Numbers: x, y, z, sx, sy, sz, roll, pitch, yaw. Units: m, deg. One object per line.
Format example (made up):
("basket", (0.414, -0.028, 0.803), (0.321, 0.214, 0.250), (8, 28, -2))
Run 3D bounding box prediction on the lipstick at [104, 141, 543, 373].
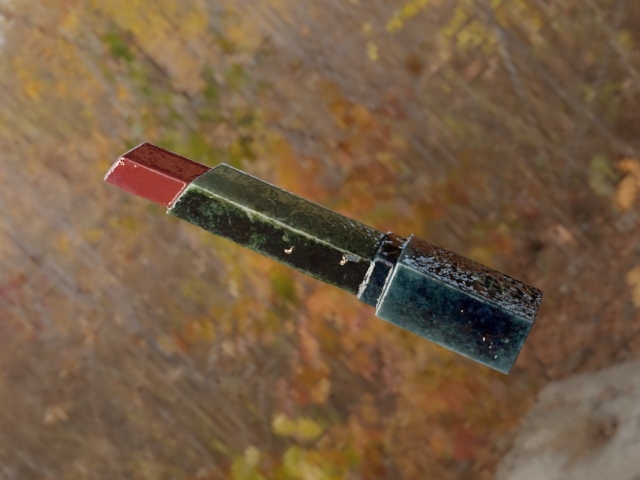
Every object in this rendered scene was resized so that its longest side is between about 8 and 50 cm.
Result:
("lipstick", (0.000, 0.000, 1.136), (0.051, 0.312, 0.051), (-58, -9, -58))
